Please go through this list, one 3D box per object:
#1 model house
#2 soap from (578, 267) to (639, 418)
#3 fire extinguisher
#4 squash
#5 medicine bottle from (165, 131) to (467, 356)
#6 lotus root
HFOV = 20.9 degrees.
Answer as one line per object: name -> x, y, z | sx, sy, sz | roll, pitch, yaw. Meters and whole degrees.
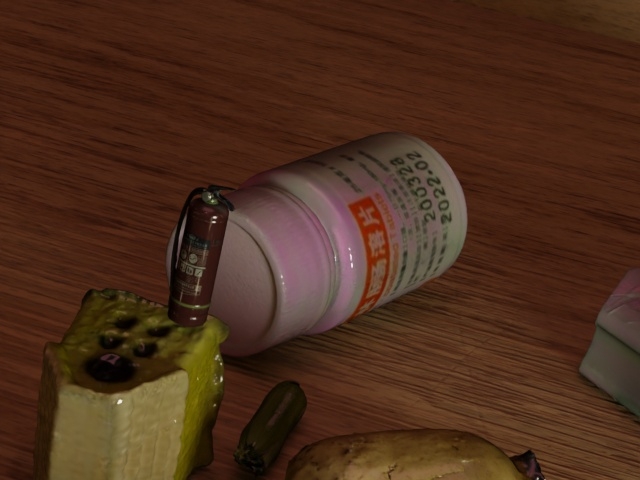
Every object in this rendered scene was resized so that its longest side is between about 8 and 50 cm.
model house -> -0.203, 0.189, 1.776 | 0.175, 0.193, 0.234 | 12, 24, 4
soap -> 0.471, 0.155, 2.143 | 0.208, 0.115, 0.347 | -7, 27, -30
fire extinguisher -> -0.124, 0.009, 1.777 | 0.064, 0.158, 0.043 | 27, 25, 32
squash -> -0.057, 0.211, 1.941 | 0.052, 0.052, 0.183 | 12, 26, 10
medicine bottle -> 0.000, 0.000, 2.221 | 0.219, 0.219, 0.388 | 23, 27, 32
lotus root -> 0.099, 0.263, 1.763 | 0.284, 0.146, 0.160 | -6, 46, -13
